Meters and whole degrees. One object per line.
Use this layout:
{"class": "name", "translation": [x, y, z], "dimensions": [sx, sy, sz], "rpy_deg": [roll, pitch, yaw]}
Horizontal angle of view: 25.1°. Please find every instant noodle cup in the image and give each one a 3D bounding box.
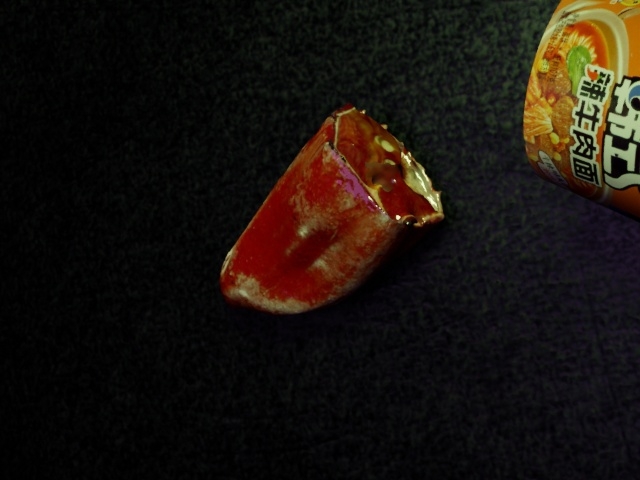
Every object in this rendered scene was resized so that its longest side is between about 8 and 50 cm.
{"class": "instant noodle cup", "translation": [0.304, -0.116, 1.229], "dimensions": [0.192, 0.250, 0.250], "rpy_deg": [20, 100, 32]}

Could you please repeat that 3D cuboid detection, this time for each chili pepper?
{"class": "chili pepper", "translation": [0.000, 0.000, 1.445], "dimensions": [0.144, 0.136, 0.252], "rpy_deg": [28, 122, -24]}
